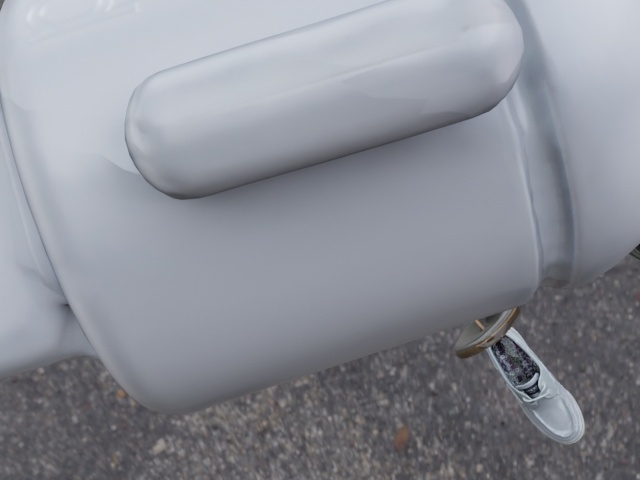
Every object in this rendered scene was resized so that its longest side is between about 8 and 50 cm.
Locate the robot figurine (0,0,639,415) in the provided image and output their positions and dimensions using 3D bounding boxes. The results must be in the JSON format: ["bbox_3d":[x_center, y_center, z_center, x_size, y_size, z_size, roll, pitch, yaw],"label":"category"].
[{"bbox_3d":[0.004,-0.050,0.456,0.354,0.199,0.300,-18,5,0],"label":"robot figurine"}]

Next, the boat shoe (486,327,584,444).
[{"bbox_3d":[0.338,0.234,1.703,0.079,0.081,0.227,-40,72,14],"label":"boat shoe"}]

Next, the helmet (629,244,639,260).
[{"bbox_3d":[0.304,-0.050,0.867,0.162,0.169,0.169,31,57,-6],"label":"helmet"}]

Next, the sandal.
[{"bbox_3d":[0.206,0.057,1.259,0.060,0.090,0.219,42,55,-8],"label":"sandal"}]
